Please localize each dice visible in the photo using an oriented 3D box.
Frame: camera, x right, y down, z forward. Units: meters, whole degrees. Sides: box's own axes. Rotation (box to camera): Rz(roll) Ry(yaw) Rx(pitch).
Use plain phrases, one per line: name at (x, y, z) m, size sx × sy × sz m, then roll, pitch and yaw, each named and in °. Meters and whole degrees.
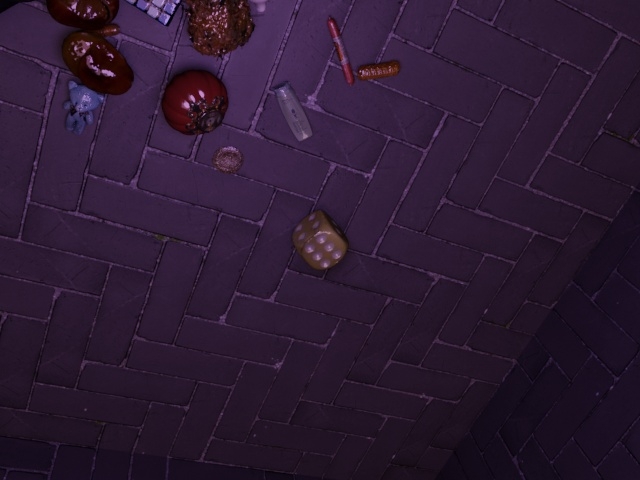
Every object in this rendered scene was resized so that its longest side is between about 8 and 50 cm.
dice at (0.000, 0.000, 2.208) m, size 0.166 × 0.169 × 0.169 m, roll -40°, pitch 119°, yaw 12°

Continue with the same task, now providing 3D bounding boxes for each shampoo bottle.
shampoo bottle at (-0.097, -0.457, 2.000) m, size 0.072 × 0.049 × 0.212 m, roll -25°, pitch 121°, yaw 8°

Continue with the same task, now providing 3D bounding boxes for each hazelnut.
hazelnut at (-0.705, -0.705, 1.657) m, size 0.204 × 0.177 × 0.178 m, roll -49°, pitch 127°, yaw -32°

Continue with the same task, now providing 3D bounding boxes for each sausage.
sausage at (0.072, -0.649, 1.939) m, size 0.034 × 0.034 × 0.253 m, roll -22°, pitch 120°, yaw 1°

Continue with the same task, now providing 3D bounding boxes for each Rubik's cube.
Rubik's cube at (-0.486, -0.769, 1.665) m, size 0.182 × 0.187 × 0.184 m, roll 30°, pitch 107°, yaw -24°

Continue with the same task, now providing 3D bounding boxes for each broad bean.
broad bean at (-0.698, -0.553, 1.769) m, size 0.156 × 0.122 × 0.228 m, roll -30°, pitch 133°, yaw 22°

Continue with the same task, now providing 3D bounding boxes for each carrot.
carrot at (-0.711, -0.652, 1.771) m, size 0.165 × 0.036 × 0.036 m, roll -12°, pitch 121°, yaw -3°

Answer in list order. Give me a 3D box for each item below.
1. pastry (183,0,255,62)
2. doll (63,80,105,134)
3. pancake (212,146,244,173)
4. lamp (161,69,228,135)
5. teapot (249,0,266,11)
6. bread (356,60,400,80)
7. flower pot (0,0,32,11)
pastry at (-0.296, -0.685, 1.702) m, size 0.192 × 0.275 × 0.275 m, roll 18°, pitch 115°, yaw -1°
doll at (-0.795, -0.429, 1.853) m, size 0.120 × 0.075 × 0.180 m, roll 25°, pitch 111°, yaw -20°
pancake at (-0.338, -0.295, 2.062) m, size 0.114 × 0.011 × 0.115 m, roll -5°, pitch 120°, yaw -9°
lamp at (-0.414, -0.456, 1.851) m, size 0.226 × 0.227 × 0.227 m, roll -5°, pitch 120°, yaw -9°
teapot at (-0.201, -0.829, 1.750) m, size 0.145 × 0.092 × 0.226 m, roll -9°, pitch 117°, yaw -8°
bread at (0.205, -0.599, 1.987) m, size 0.157 × 0.044 × 0.052 m, roll -11°, pitch 118°, yaw -6°
flower pot at (-0.981, -0.737, 1.527) m, size 0.251 × 0.379 × 0.379 m, roll -31°, pitch 122°, yaw 25°
